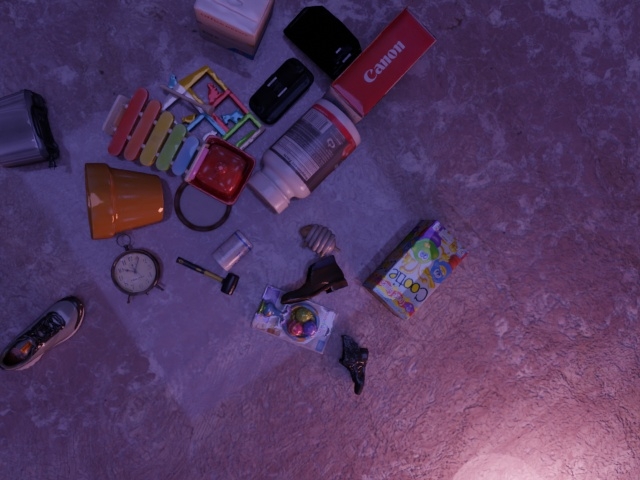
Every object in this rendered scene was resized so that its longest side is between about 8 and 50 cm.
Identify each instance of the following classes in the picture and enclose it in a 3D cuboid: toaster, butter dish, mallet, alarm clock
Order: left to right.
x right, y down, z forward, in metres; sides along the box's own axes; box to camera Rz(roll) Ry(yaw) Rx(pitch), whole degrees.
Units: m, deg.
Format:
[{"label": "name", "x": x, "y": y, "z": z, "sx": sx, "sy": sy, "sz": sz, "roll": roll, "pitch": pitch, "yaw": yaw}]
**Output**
[{"label": "toaster", "x": -0.808, "y": -0.286, "z": 1.557, "sx": 0.146, "sy": 0.129, "sz": 0.227, "roll": -14, "pitch": 96, "yaw": -4}, {"label": "alarm clock", "x": -0.528, "y": 0.071, "z": 1.639, "sx": 0.129, "sy": 0.064, "sz": 0.192, "roll": -20, "pitch": 97, "yaw": -7}, {"label": "mallet", "x": -0.326, "y": 0.088, "z": 1.685, "sx": 0.189, "sy": 0.039, "sz": 0.062, "roll": 33, "pitch": 88, "yaw": -4}, {"label": "butter dish", "x": -0.277, "y": -0.199, "z": 1.609, "sx": 0.160, "sy": 0.118, "sz": 0.160, "roll": 29, "pitch": 88, "yaw": -10}]

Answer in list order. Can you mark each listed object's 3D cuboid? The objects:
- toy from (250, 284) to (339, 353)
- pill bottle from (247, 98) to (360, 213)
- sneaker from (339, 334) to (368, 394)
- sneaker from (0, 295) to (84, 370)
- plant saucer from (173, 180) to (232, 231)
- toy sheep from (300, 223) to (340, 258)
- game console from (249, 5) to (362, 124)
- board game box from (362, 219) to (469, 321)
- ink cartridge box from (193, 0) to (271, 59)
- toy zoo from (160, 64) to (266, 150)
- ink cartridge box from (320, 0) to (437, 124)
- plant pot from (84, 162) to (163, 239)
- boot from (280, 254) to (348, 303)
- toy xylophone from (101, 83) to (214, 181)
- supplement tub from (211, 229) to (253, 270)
[{"label": "toy", "x": -0.073, "y": 0.239, "z": 1.715, "sx": 0.237, "sy": 0.056, "sz": 0.137, "roll": 23, "pitch": 89, "yaw": -8}, {"label": "pill bottle", "x": -0.052, "y": -0.232, "z": 1.641, "sx": 0.318, "sy": 0.176, "sz": 0.176, "roll": -45, "pitch": 97, "yaw": -5}, {"label": "sneaker", "x": 0.094, "y": 0.376, "z": 1.748, "sx": 0.089, "sy": 0.051, "sz": 0.170, "roll": 11, "pitch": 86, "yaw": -8}, {"label": "sneaker", "x": -0.763, "y": 0.263, "z": 1.590, "sx": 0.271, "sy": 0.108, "sz": 0.100, "roll": -44, "pitch": 95, "yaw": -6}, {"label": "plant saucer", "x": -0.340, "y": -0.108, "z": 1.678, "sx": 0.168, "sy": 0.029, "sz": 0.168, "roll": 0, "pitch": 92, "yaw": -9}, {"label": "toy sheep", "x": 0.000, "y": 0.000, "z": 1.704, "sx": 0.132, "sy": 0.091, "sz": 0.091, "roll": 29, "pitch": 87, "yaw": -3}, {"label": "game console", "x": -0.068, "y": -0.502, "z": 1.679, "sx": 0.361, "sy": 0.044, "sz": 0.213, "roll": -45, "pitch": 78, "yaw": 5}, {"label": "board game box", "x": 0.278, "y": 0.085, "z": 1.717, "sx": 0.144, "sy": 0.142, "sz": 0.275, "roll": 43, "pitch": 85, "yaw": -7}, {"label": "ink cartridge box", "x": -0.227, "y": -0.631, "z": 1.575, "sx": 0.171, "sy": 0.232, "sz": 0.168, "roll": 23, "pitch": 89, "yaw": -9}, {"label": "toy zoo", "x": -0.327, "y": -0.366, "z": 1.671, "sx": 0.192, "sy": 0.030, "sz": 0.293, "roll": -43, "pitch": 97, "yaw": -4}, {"label": "ink cartridge box", "x": 0.162, "y": -0.480, "z": 1.617, "sx": 0.130, "sy": 0.272, "sz": 0.309, "roll": 43, "pitch": 86, "yaw": -7}, {"label": "plant pot", "x": -0.533, "y": -0.112, "z": 1.578, "sx": 0.188, "sy": 0.205, "sz": 0.205, "roll": -6, "pitch": 93, "yaw": -24}, {"label": "boot", "x": -0.031, "y": 0.117, "z": 1.699, "sx": 0.219, "sy": 0.082, "sz": 0.106, "roll": -15, "pitch": 83, "yaw": -28}, {"label": "toy xylophone", "x": -0.432, "y": -0.304, "z": 1.586, "sx": 0.322, "sy": 0.081, "sz": 0.236, "roll": 22, "pitch": 94, "yaw": 14}, {"label": "supplement tub", "x": -0.254, "y": 0.029, "z": 1.674, "sx": 0.107, "sy": 0.071, "sz": 0.071, "roll": -44, "pitch": 97, "yaw": -4}]
